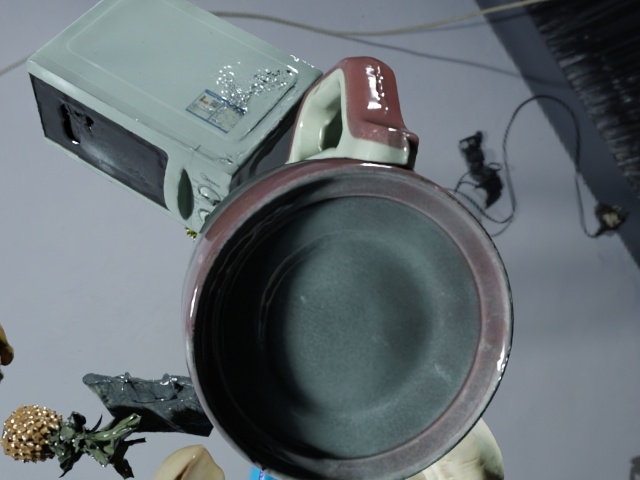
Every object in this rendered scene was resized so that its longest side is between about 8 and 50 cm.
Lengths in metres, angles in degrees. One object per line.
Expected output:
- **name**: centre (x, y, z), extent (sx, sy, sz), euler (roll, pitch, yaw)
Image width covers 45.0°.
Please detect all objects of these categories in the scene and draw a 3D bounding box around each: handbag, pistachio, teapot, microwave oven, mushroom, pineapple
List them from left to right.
- **pineapple**: centre (-0.461, 0.374, 1.457), extent (0.130, 0.277, 0.119), euler (-14, 106, -66)
- **handbag**: centre (-0.312, 0.308, 1.502), extent (0.270, 0.175, 0.089), euler (0, 54, 9)
- **pistachio**: centre (-0.239, 0.443, 1.307), extent (0.206, 0.129, 0.131), euler (-62, 157, -50)
- **microwave oven**: centre (-0.180, -0.162, 0.996), extent (0.295, 0.181, 0.237), euler (29, 56, 11)
- **teapot**: centre (0.000, 0.000, 0.661), extent (0.233, 0.312, 0.315), euler (11, 96, -15)
- **mushroom**: centre (0.218, 0.427, 1.481), extent (0.234, 0.254, 0.260), euler (-30, 139, -11)

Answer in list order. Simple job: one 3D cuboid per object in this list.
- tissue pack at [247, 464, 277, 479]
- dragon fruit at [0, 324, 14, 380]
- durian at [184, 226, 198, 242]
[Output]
- **tissue pack**: centre (-0.080, 0.460, 1.637), extent (0.137, 0.209, 0.270), euler (11, 66, -4)
- **dragon fruit**: centre (-0.844, 0.216, 1.736), extent (0.243, 0.227, 0.307), euler (-23, 92, 12)
- **durian**: centre (-0.220, -0.069, 1.617), extent (0.137, 0.095, 0.221), euler (-11, 114, -26)
